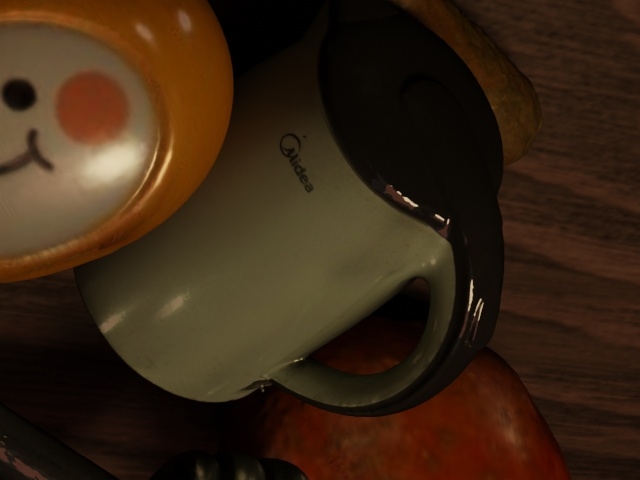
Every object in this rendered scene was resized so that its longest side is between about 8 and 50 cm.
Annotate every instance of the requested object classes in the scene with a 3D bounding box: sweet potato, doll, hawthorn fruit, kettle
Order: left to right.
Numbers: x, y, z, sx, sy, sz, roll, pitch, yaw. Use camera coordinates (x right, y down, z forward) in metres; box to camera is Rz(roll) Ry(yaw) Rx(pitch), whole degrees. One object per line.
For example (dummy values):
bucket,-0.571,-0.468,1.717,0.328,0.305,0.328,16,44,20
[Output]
doll,-0.159,-0.103,0.988,0.213,0.213,0.236,-19,99,-2
kettle,0.000,0.000,1.098,0.236,0.221,0.161,-35,165,38
hawthorn fruit,0.057,0.183,1.360,0.284,0.284,0.284,-13,141,-10
sweet potato,0.059,-0.124,1.137,0.075,0.075,0.273,-31,137,12

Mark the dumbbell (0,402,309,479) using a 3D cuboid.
dumbbell,-0.173,0.135,1.155,0.406,0.179,0.179,35,119,-17
